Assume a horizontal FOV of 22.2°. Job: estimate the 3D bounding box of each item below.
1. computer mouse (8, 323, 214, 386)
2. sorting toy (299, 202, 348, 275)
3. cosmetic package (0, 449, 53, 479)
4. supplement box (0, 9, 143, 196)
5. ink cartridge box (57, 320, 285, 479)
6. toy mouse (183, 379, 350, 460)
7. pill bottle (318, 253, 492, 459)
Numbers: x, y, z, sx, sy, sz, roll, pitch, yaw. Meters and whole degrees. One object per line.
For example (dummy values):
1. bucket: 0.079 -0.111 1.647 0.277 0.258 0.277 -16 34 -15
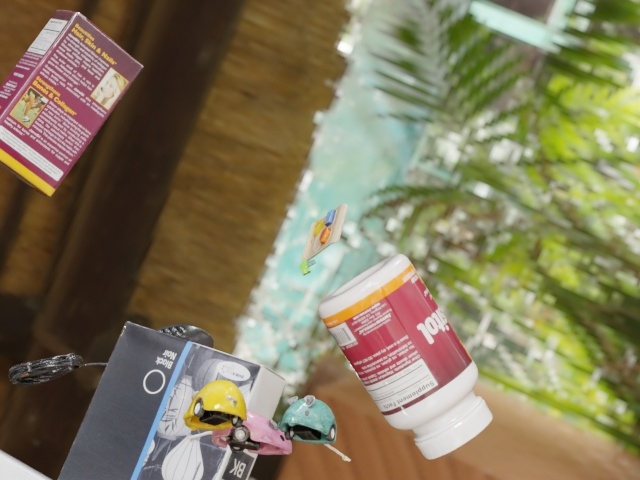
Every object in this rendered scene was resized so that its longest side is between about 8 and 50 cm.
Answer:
1. computer mouse: -0.242 0.131 1.897 0.071 0.242 0.041 121 139 -59
2. sorting toy: 0.000 0.000 1.805 0.062 0.012 0.083 -31 33 45
3. cosmetic package: -0.353 0.285 1.337 0.097 0.377 0.284 40 -106 -39
4. supplement box: -0.305 -0.158 1.866 0.188 0.104 0.081 -55 28 -8
5. ink cartridge box: -0.169 0.253 1.519 0.065 0.165 0.333 40 -112 -60
6. toy mouse: -0.037 0.137 1.234 0.161 0.143 0.031 -31 47 57
7. pill bottle: 0.071 0.094 1.307 0.086 0.152 0.086 -32 4 2
